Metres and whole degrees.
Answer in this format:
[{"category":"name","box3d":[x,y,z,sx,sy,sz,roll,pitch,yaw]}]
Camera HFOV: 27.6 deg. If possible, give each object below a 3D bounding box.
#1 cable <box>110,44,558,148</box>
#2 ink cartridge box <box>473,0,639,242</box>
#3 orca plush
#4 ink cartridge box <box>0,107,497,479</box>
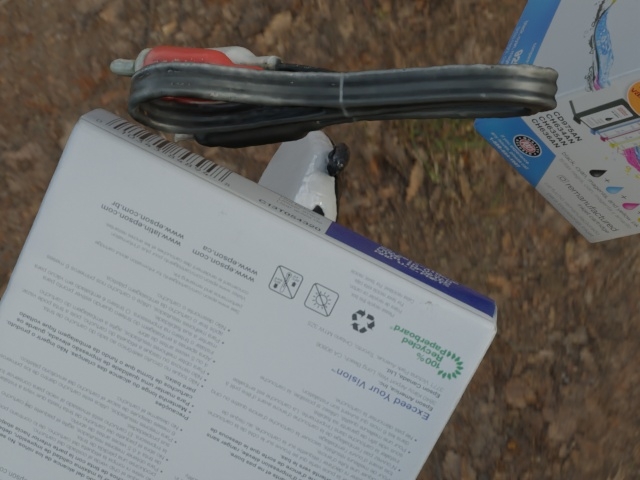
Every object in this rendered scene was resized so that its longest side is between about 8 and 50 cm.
[{"category":"cable","box3d":[-0.004,-0.105,0.806,0.287,0.139,0.072,-6,79,30]},{"category":"ink cartridge box","box3d":[0.283,-0.127,1.053,0.171,0.233,0.168,41,58,-24]},{"category":"orca plush","box3d":[0.000,0.000,1.179,0.151,0.287,0.102,-43,112,12]},{"category":"ink cartridge box","box3d":[-0.087,0.119,0.957,0.324,0.071,0.330,27,108,0]}]
